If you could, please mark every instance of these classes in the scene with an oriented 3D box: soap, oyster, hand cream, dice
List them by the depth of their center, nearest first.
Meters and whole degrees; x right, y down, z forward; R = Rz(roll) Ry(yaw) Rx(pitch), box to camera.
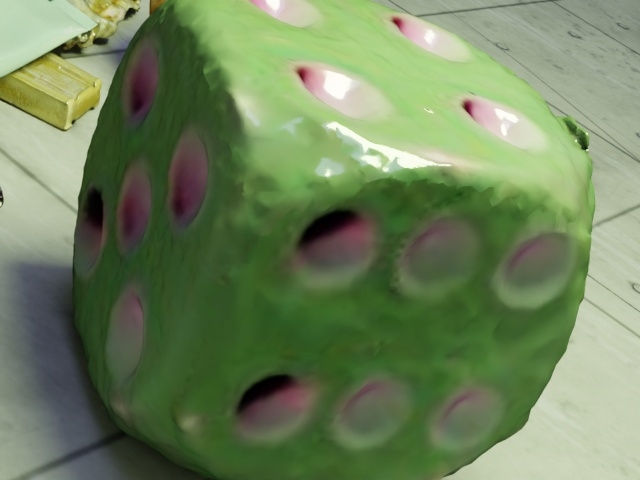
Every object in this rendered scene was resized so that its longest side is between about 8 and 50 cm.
[{"bbox_3d":[0.000,0.000,1.117,0.322,0.318,0.330,7,31,-29],"label":"dice"},{"bbox_3d":[-0.346,-0.199,1.408,0.109,0.067,0.320,39,38,2],"label":"hand cream"},{"bbox_3d":[-0.355,-0.196,1.486,0.252,0.037,0.092,26,28,3],"label":"soap"},{"bbox_3d":[-0.320,-0.322,1.688,0.201,0.107,0.354,54,16,-14],"label":"oyster"}]

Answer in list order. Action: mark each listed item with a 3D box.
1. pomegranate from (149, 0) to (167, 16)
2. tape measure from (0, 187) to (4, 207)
[{"bbox_3d":[-0.073,-0.248,1.599,0.248,0.248,0.248,20,27,-10],"label":"pomegranate"},{"bbox_3d":[-0.332,-0.046,1.191,0.125,0.074,0.118,23,26,-8],"label":"tape measure"}]
